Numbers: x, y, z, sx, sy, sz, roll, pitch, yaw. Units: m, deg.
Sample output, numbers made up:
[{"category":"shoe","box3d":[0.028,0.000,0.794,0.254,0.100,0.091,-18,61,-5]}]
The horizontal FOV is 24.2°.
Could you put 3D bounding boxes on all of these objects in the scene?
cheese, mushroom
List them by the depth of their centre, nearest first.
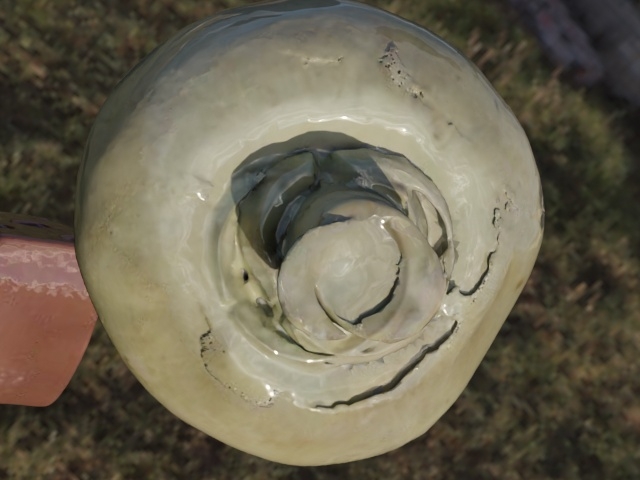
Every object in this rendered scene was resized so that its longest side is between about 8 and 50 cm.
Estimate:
[{"category":"mushroom","box3d":[0.000,0.000,0.758,0.246,0.246,0.202,33,4,-20]},{"category":"cheese","box3d":[-0.302,0.069,1.424,0.128,0.177,0.203,8,5,-31]}]
